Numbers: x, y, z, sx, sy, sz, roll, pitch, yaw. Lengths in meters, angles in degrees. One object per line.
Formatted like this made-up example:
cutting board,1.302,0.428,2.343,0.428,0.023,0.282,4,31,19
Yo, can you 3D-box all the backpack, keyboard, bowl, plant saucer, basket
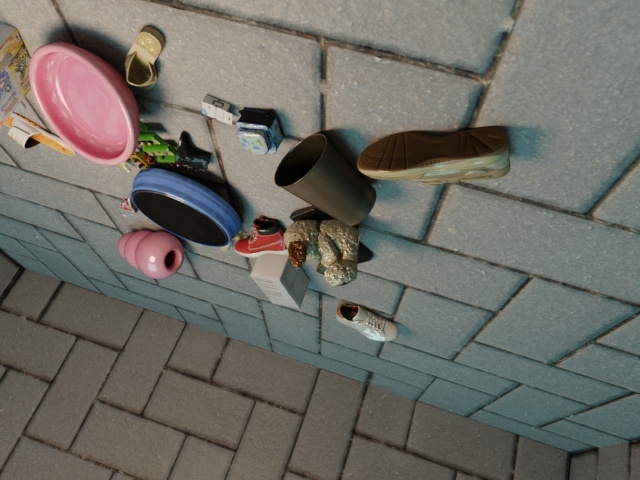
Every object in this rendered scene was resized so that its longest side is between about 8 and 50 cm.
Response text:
backpack,-0.157,-0.268,1.275,0.105,0.084,0.114,12,155,23
keyboard,0.020,-0.005,1.697,0.201,0.033,0.317,-17,134,42
bowl,-0.465,-0.098,1.705,0.391,0.077,0.391,18,156,8
plant saucer,-0.607,-0.361,1.316,0.332,0.084,0.332,17,133,19
basket,0.027,-0.148,1.303,0.227,0.154,0.204,33,153,-30

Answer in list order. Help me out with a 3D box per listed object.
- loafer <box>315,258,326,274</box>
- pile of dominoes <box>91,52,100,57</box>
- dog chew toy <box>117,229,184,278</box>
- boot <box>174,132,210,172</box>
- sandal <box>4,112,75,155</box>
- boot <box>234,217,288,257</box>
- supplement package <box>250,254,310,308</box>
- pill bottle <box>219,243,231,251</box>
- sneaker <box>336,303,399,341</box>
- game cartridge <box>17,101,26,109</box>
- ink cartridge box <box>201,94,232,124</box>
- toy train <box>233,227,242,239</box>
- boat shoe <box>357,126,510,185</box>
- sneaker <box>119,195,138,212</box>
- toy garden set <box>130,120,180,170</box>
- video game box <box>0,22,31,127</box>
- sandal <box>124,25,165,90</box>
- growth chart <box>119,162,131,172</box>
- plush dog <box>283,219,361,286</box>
loafer,0.030,0.076,1.741,0.056,0.050,0.148,27,145,-13
pile of dominoes,-0.651,-0.433,1.397,0.196,0.040,0.251,16,145,11
dog chew toy,-0.756,0.047,2.172,0.332,0.207,0.206,14,153,30
boot,-0.379,-0.261,1.487,0.099,0.045,0.121,13,135,-13
sandal,-0.991,-0.351,1.720,0.265,0.076,0.102,27,152,-12
boot,-0.237,-0.019,1.797,0.244,0.088,0.176,-5,144,27
supplement package,-0.157,0.151,1.993,0.134,0.139,0.244,7,149,24
pill bottle,-0.380,0.011,1.996,0.043,0.043,0.083,25,153,-7
sneaker,0.201,0.355,2.151,0.290,0.106,0.123,17,156,11
game cartridge,-1.000,-0.454,1.604,0.083,0.017,0.056,18,149,5
ink cartridge box,-0.261,-0.336,1.282,0.083,0.028,0.048,22,153,-2
toy train,-0.339,-0.066,1.829,0.125,0.046,0.166,27,153,1
boat shoe,0.248,-0.170,1.127,0.341,0.122,0.110,2,147,31
sneaker,-0.768,-0.150,1.973,0.067,0.042,0.118,18,155,-1
toy garden set,-0.551,-0.280,1.514,0.203,0.049,0.244,6,162,27
video game box,-0.851,-0.434,1.325,0.048,0.205,0.187,21,154,-4
sandal,-0.443,-0.416,1.207,0.088,0.079,0.240,31,152,-18
growth chart,-0.691,-0.300,1.592,0.172,0.021,0.237,37,167,-8
plush dog,0.000,0.000,1.518,0.225,0.262,0.211,5,112,-2
